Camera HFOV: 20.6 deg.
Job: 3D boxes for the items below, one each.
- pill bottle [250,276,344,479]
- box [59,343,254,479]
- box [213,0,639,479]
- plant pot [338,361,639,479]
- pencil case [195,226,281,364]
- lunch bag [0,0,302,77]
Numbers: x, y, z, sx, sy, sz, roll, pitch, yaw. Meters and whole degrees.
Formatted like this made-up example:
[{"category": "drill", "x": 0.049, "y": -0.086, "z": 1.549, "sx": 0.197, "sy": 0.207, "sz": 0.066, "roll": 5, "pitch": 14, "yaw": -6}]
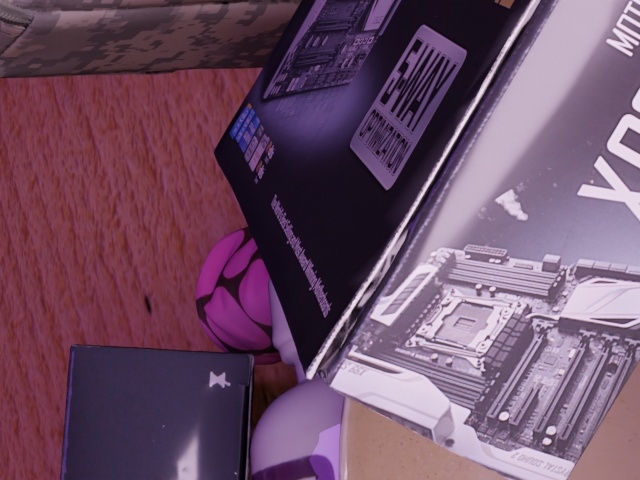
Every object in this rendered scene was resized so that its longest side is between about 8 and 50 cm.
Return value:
[{"category": "pill bottle", "x": 0.056, "y": 0.154, "z": 0.867, "sx": 0.169, "sy": 0.169, "sz": 0.301, "roll": -27, "pitch": 67, "yaw": 55}, {"category": "box", "x": -0.097, "y": 0.148, "z": 1.076, "sx": 0.207, "sy": 0.108, "sz": 0.153, "roll": 101, "pitch": 173, "yaw": -79}, {"category": "box", "x": 0.067, "y": -0.086, "z": 0.559, "sx": 0.242, "sy": 0.076, "sz": 0.307, "roll": -60, "pitch": 13, "yaw": 9}, {"category": "plant pot", "x": 0.161, "y": 0.098, "z": 0.673, "sx": 0.284, "sy": 0.191, "sz": 0.284, "roll": 3, "pitch": 94, "yaw": 58}, {"category": "pencil case", "x": 0.000, "y": 0.000, "z": 1.030, "sx": 0.209, "sy": 0.095, "sz": 0.098, "roll": -37, "pitch": 51, "yaw": 55}, {"category": "lunch bag", "x": -0.055, "y": -0.224, "z": 0.925, "sx": 0.256, "sy": 0.305, "sz": 0.212, "roll": -31, "pitch": 67, "yaw": 58}]
